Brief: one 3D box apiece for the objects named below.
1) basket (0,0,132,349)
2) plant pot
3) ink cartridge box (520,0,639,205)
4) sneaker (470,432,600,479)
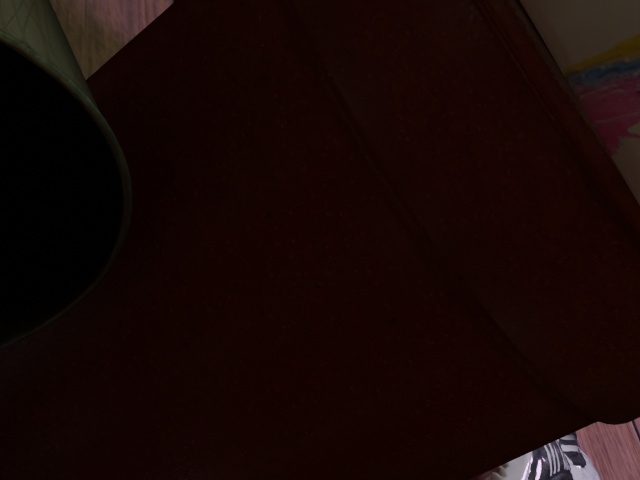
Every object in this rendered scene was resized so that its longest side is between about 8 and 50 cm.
[{"bbox_3d":[-0.173,-0.096,0.498,0.204,0.154,0.227,39,24,-53],"label":"basket"},{"bbox_3d":[0.000,0.000,0.618,0.272,0.265,0.272,50,18,-23],"label":"plant pot"},{"bbox_3d":[0.147,-0.067,0.479,0.207,0.119,0.353,23,38,-61],"label":"ink cartridge box"},{"bbox_3d":[0.120,0.200,0.804,0.210,0.137,0.366,55,13,3],"label":"sneaker"}]
